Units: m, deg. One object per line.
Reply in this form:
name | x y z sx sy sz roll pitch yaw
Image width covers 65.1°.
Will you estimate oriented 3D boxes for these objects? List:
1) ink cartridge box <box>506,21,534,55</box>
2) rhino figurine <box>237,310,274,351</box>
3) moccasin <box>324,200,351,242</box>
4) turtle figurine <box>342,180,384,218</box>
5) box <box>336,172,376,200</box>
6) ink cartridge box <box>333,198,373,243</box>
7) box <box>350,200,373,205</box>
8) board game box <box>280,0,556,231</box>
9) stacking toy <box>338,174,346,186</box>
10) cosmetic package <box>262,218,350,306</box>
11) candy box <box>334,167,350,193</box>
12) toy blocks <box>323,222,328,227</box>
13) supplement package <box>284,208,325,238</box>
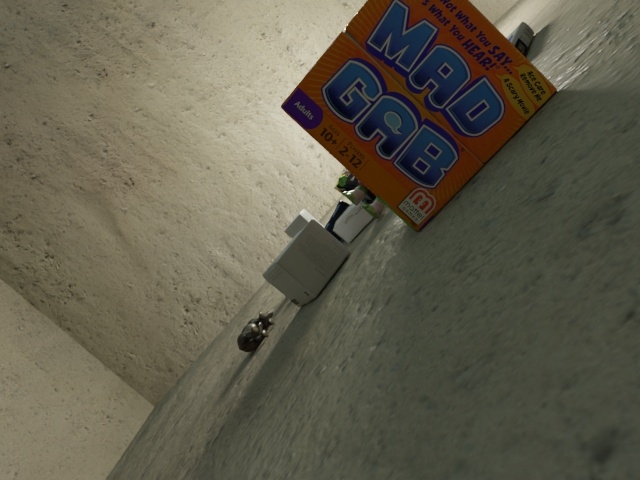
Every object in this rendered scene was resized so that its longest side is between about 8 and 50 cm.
ink cartridge box | 0.536 -0.535 1.621 0.307 0.072 0.304 -47 5 43
rhino figurine | -0.212 0.293 1.676 0.106 0.073 0.243 -44 4 16
moccasin | 0.000 0.000 1.835 0.342 0.116 0.138 -49 5 -3
turtle figurine | 0.183 -0.219 1.474 0.266 0.197 0.275 -53 0 0
box | 0.221 -0.273 1.833 0.295 0.073 0.293 -44 19 -6
ink cartridge box | 0.112 -0.072 1.666 0.127 0.072 0.175 -47 5 13
box | 0.185 -0.171 1.925 0.220 0.051 0.175 -51 7 -27
board game box | 0.186 -0.296 1.071 0.356 0.356 0.356 -47 5 13
stacking toy | 0.167 -0.253 1.701 0.167 0.052 0.221 -40 10 -24
cosmetic package | -0.042 0.068 1.457 0.184 0.151 0.151 -51 4 -28
candy box | 0.204 -0.359 2.323 0.182 0.087 0.317 6 67 60
toy blocks | 0.065 -0.075 2.239 0.123 0.054 0.148 -48 5 -1
supplement package | -0.045 -0.029 2.095 0.105 0.179 0.105 -46 5 20
